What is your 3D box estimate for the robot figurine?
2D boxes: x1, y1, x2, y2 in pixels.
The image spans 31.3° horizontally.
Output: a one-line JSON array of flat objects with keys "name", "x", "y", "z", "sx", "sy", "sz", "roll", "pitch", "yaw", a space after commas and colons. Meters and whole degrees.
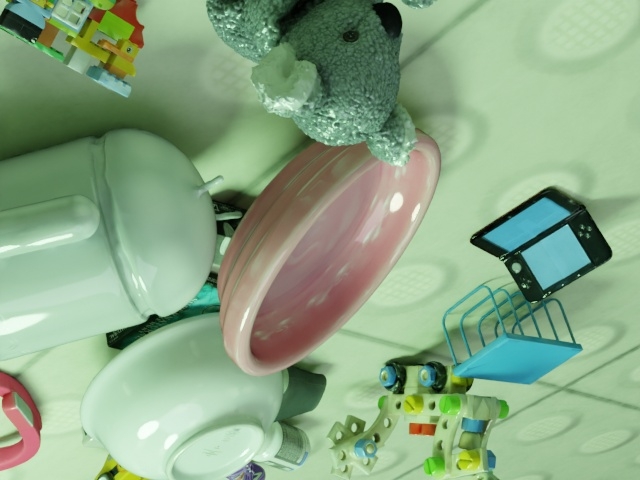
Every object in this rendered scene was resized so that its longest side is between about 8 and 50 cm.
[{"name": "robot figurine", "x": -0.259, "y": 0.003, "z": 1.169, "sx": 0.354, "sy": 0.199, "sz": 0.300, "roll": -16, "pitch": 176, "yaw": 1}]

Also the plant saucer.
[{"name": "plant saucer", "x": 0.000, "y": 0.000, "z": 1.280, "sx": 0.332, "sy": 0.084, "sz": 0.332, "roll": -43, "pitch": 159, "yaw": -21}]

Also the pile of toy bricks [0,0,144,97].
[{"name": "pile of toy bricks", "x": -0.221, "y": -0.212, "z": 0.955, "sx": 0.212, "sy": 0.118, "sz": 0.105, "roll": 28, "pitch": 91, "yaw": -36}]

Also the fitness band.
[{"name": "fitness band", "x": -0.516, "y": 0.264, "z": 1.635, "sx": 0.209, "sy": 0.054, "sz": 0.291, "roll": -10, "pitch": 148, "yaw": -4}]

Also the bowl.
[{"name": "bowl", "x": -0.166, "y": 0.242, "z": 1.561, "sx": 0.298, "sy": 0.134, "sz": 0.298, "roll": -21, "pitch": 146, "yaw": -15}]

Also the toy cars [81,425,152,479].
[{"name": "toy cars", "x": -0.282, "y": 0.283, "z": 1.740, "sx": 0.176, "sy": 0.087, "sz": 0.393, "roll": -16, "pitch": 147, "yaw": -18}]

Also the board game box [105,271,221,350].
[{"name": "board game box", "x": -0.182, "y": 0.105, "z": 1.543, "sx": 0.186, "sy": 0.026, "sz": 0.126, "roll": -34, "pitch": 144, "yaw": 29}]

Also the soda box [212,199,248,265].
[{"name": "soda box", "x": -0.085, "y": 0.002, "z": 1.391, "sx": 0.169, "sy": 0.053, "sz": 0.060, "roll": 15, "pitch": 138, "yaw": -41}]

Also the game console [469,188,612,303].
[{"name": "game console", "x": 0.301, "y": 0.011, "z": 1.554, "sx": 0.144, "sy": 0.124, "sz": 0.085, "roll": -35, "pitch": 171, "yaw": 30}]

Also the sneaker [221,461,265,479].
[{"name": "sneaker", "x": -0.142, "y": 0.399, "z": 2.009, "sx": 0.071, "sy": 0.068, "sz": 0.170, "roll": -32, "pitch": 145, "yaw": 16}]

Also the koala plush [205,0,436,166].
[{"name": "koala plush", "x": 0.006, "y": -0.170, "z": 0.984, "sx": 0.203, "sy": 0.221, "sz": 0.196, "roll": -34, "pitch": 145, "yaw": 29}]

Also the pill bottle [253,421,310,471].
[{"name": "pill bottle", "x": -0.083, "y": 0.340, "z": 1.923, "sx": 0.078, "sy": 0.078, "sz": 0.137, "roll": -27, "pitch": 147, "yaw": 20}]

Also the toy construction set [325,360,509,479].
[{"name": "toy construction set", "x": 0.161, "y": 0.298, "z": 1.794, "sx": 0.328, "sy": 0.215, "sz": 0.151, "roll": -5, "pitch": 168, "yaw": 41}]

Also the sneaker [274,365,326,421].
[{"name": "sneaker", "x": -0.094, "y": 0.272, "z": 1.801, "sx": 0.222, "sy": 0.083, "sz": 0.118, "roll": -37, "pitch": 144, "yaw": 30}]

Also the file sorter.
[{"name": "file sorter", "x": 0.287, "y": 0.143, "z": 1.739, "sx": 0.170, "sy": 0.104, "sz": 0.118, "roll": 11, "pitch": 140, "yaw": -38}]
